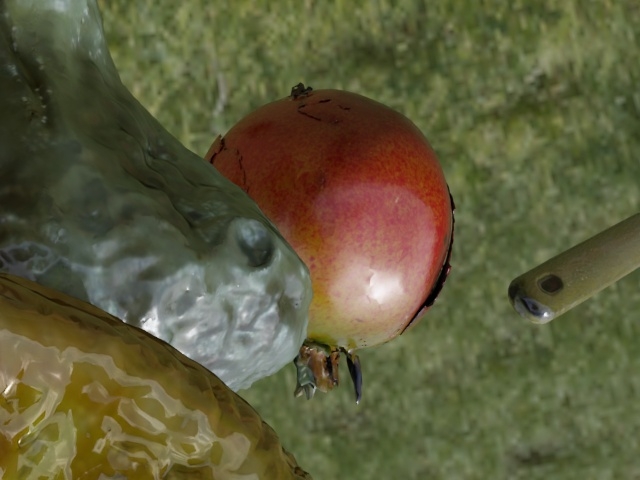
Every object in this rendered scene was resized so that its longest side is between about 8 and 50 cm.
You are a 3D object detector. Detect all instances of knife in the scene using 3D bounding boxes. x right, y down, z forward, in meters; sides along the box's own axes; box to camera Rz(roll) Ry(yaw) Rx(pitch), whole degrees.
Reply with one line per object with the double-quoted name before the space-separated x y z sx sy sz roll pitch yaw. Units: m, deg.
"knife" 0.193 -0.006 0.893 0.298 0.047 0.017 -25 149 -47

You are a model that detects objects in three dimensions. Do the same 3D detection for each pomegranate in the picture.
"pomegranate" 0.000 0.000 1.287 0.210 0.235 0.210 12 167 3

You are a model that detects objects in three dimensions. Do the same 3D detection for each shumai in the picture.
"shumai" -0.123 -0.036 0.885 0.261 0.221 0.225 16 -175 10

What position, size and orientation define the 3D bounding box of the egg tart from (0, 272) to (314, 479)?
"egg tart" -0.159 0.216 0.606 0.443 0.443 0.178 7 151 -29
